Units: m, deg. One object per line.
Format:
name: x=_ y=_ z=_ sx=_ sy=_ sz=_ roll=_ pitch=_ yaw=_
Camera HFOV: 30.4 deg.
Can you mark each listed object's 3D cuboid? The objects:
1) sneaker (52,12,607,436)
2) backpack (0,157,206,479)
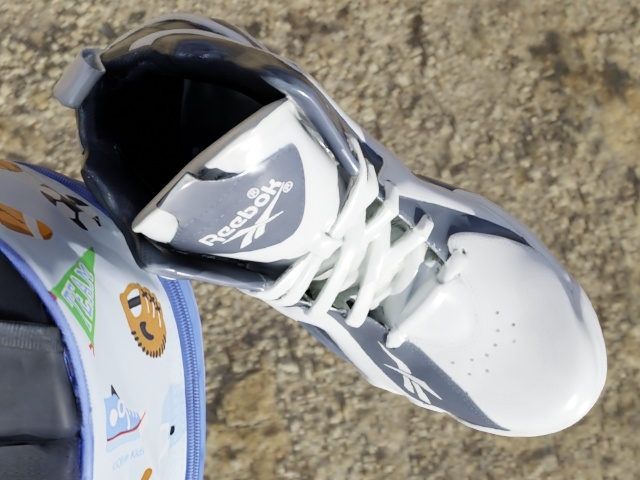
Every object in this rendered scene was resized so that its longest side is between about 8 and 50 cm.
sneaker: x=0.000 y=0.000 z=0.425 sx=0.235 sy=0.094 sz=0.153 roll=45 pitch=15 yaw=5
backpack: x=-0.178 y=0.074 z=0.475 sx=0.213 sy=0.263 sz=0.276 roll=-23 pitch=122 yaw=-62
